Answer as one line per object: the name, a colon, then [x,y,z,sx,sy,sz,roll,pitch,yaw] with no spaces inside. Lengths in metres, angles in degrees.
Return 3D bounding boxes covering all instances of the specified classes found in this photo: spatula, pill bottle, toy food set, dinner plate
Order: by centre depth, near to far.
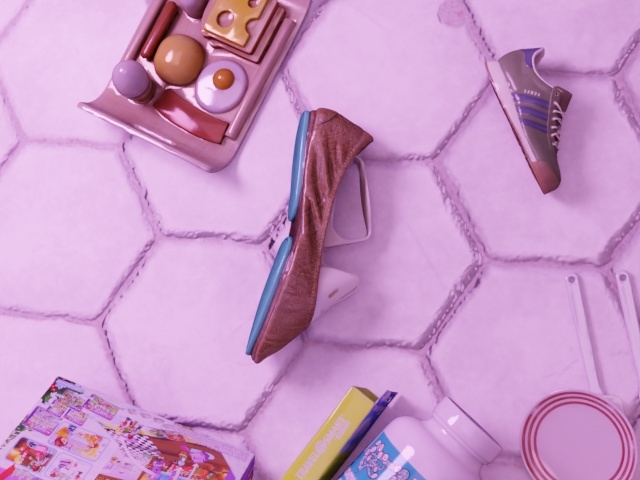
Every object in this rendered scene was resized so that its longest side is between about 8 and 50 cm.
pill bottle: [0.093,0.311,1.122,0.146,0.146,0.264,43,90,13]
dinner plate: [0.311,0.248,1.143,0.141,0.017,0.141,0,91,28]
spatula: [0.387,0.144,1.160,0.168,0.019,0.242,-11,80,9]
toy food set: [-0.169,-0.269,1.287,0.219,0.092,0.306,26,87,13]

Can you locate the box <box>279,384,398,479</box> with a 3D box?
box: [0.021,0.245,1.163,0.042,0.109,0.178,37,89,15]

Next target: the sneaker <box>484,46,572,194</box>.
sneaker: [0.282,-0.161,1.202,0.086,0.064,0.192,-24,75,11]

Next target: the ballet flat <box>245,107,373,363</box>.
ballet flat: [0.000,0.000,1.220,0.124,0.116,0.343,14,80,-7]

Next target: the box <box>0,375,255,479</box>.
box: [-0.255,0.301,1.172,0.293,0.057,0.201,19,41,13]
